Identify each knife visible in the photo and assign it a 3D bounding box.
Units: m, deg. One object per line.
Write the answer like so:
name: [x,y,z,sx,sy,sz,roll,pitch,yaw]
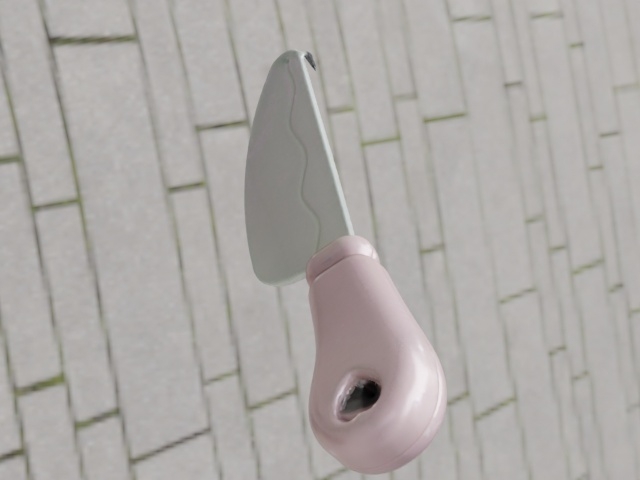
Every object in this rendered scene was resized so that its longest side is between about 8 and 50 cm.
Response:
knife: [-0.002,0.002,0.854,0.043,0.081,0.336,42,18,-35]
